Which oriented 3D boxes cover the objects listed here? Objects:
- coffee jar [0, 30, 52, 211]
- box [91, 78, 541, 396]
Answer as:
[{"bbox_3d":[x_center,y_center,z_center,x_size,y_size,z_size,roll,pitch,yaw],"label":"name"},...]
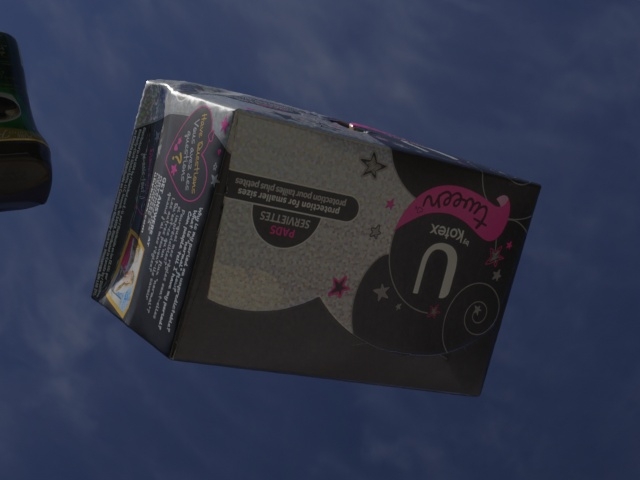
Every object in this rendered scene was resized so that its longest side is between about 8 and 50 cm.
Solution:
[{"bbox_3d":[-0.314,-0.110,1.187,0.096,0.079,0.184,-6,-126,-25],"label":"coffee jar"},{"bbox_3d":[0.000,0.000,0.851,0.247,0.142,0.163,11,-82,-34],"label":"box"}]
